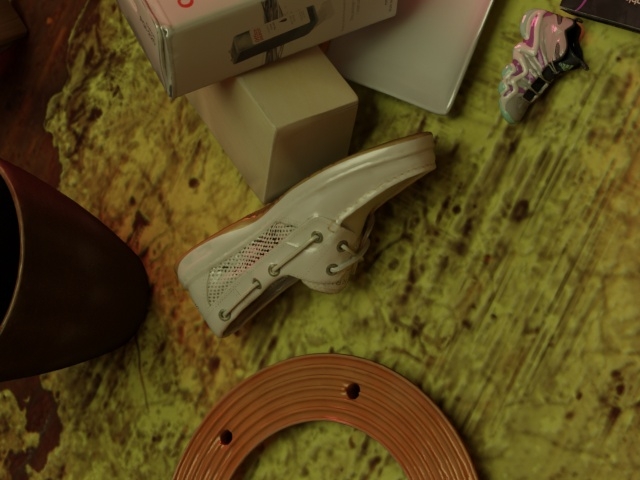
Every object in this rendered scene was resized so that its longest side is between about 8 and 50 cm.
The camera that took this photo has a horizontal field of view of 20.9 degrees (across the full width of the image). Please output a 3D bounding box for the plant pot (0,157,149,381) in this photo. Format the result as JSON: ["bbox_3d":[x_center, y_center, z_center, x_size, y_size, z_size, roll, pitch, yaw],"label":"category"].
[{"bbox_3d":[-0.270,0.036,1.574,0.215,0.230,0.215,-7,78,33],"label":"plant pot"}]

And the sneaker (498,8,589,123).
[{"bbox_3d":[0.187,-0.139,1.410,0.069,0.038,0.098,15,90,36],"label":"sneaker"}]

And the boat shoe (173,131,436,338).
[{"bbox_3d":[0.000,0.000,1.485,0.277,0.098,0.096,-31,80,32],"label":"boat shoe"}]

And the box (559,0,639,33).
[{"bbox_3d":[0.270,-0.244,1.379,0.116,0.029,0.162,23,93,36],"label":"box"}]

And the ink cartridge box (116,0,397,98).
[{"bbox_3d":[-0.063,-0.233,1.464,0.218,0.092,0.158,-21,58,-15],"label":"ink cartridge box"}]

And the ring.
[{"bbox_3d":[0.001,0.263,1.467,0.336,0.032,0.336,-7,78,33],"label":"ring"}]

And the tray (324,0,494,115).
[{"bbox_3d":[0.109,-0.250,1.491,0.145,0.030,0.270,25,96,36],"label":"tray"}]

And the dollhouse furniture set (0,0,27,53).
[{"bbox_3d":[-0.533,-0.295,1.759,0.256,0.362,0.394,-31,93,27],"label":"dollhouse furniture set"}]

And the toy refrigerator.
[{"bbox_3d":[-0.073,-0.170,1.545,0.269,0.094,0.102,54,152,30],"label":"toy refrigerator"}]
